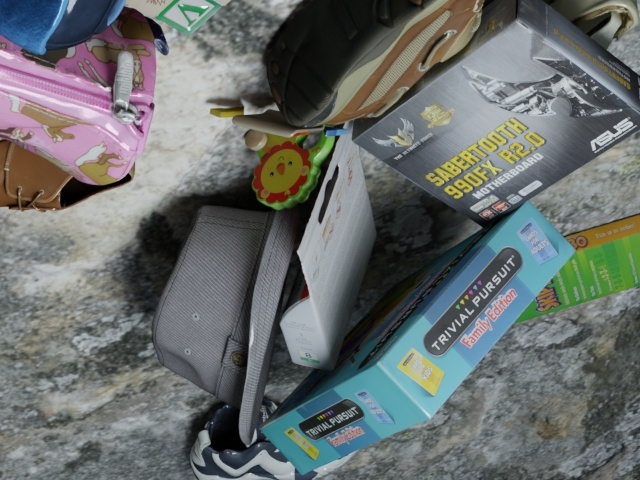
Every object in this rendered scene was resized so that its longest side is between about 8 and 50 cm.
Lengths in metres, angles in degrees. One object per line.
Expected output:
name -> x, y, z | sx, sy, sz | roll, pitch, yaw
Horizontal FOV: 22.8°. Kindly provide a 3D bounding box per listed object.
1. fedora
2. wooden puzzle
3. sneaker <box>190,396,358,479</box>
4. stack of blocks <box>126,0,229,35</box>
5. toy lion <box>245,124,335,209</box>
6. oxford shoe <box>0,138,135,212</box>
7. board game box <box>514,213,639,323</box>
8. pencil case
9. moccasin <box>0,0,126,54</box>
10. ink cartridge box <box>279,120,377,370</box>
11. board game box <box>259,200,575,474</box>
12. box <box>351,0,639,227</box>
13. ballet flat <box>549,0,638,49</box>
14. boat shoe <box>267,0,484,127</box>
fedora -> -0.103, 0.069, 1.645 | 0.124, 0.244, 0.275 | 13, 134, 0
wooden puzzle -> -0.041, -0.110, 1.509 | 0.078, 0.116, 0.014 | -16, 118, -56
sneaker -> -0.051, 0.238, 1.985 | 0.235, 0.094, 0.153 | -7, 153, -4
stack of blocks -> -0.042, -0.296, 1.253 | 0.297, 0.087, 0.171 | -38, 143, 22
toy lion -> -0.027, -0.082, 1.553 | 0.100, 0.096, 0.034 | -34, 144, 17
oxford shoe -> -0.275, -0.056, 1.470 | 0.212, 0.076, 0.076 | -17, 148, -4
board game box -> 0.336, 0.032, 1.971 | 0.259, 0.039, 0.124 | -18, 146, -10
pencil case -> -0.305, -0.158, 1.226 | 0.386, 0.160, 0.167 | 16, 146, -41
moccasin -> -0.151, -0.302, 1.137 | 0.117, 0.137, 0.342 | -14, 137, -62
ink cartridge box -> 0.000, 0.000, 1.613 | 0.056, 0.181, 0.225 | 8, 148, 18
board game box -> 0.094, 0.110, 1.691 | 0.254, 0.079, 0.336 | -45, -177, -28
box -> 0.173, -0.123, 1.527 | 0.183, 0.056, 0.231 | 32, 135, -27
ballet flat -> 0.211, -0.176, 1.570 | 0.248, 0.086, 0.086 | -37, 144, 21
boat shoe -> 0.083, -0.217, 1.422 | 0.120, 0.123, 0.324 | 4, 147, -42
